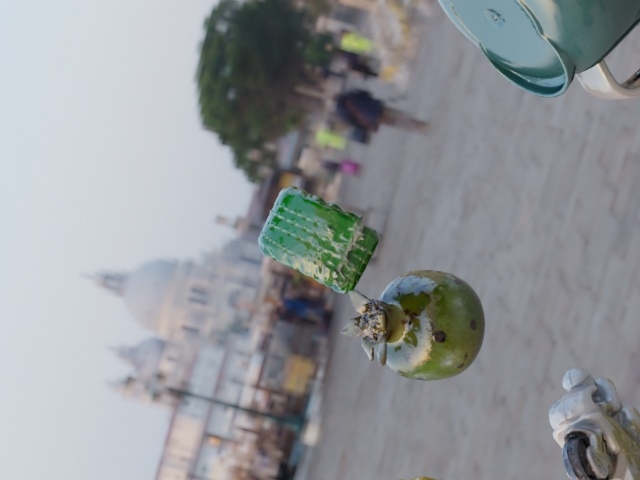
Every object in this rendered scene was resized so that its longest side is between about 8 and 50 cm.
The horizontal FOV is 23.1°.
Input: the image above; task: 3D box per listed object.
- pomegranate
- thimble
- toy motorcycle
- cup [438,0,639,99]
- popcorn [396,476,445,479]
[{"bbox_3d":[0.113,0.108,1.883,0.148,0.169,0.149,33,128,56],"label":"pomegranate"},{"bbox_3d":[0.000,0.000,1.789,0.130,0.118,0.090,25,86,49],"label":"thimble"},{"bbox_3d":[0.294,0.201,1.599,0.074,0.228,0.151,-34,63,28],"label":"toy motorcycle"},{"bbox_3d":[0.255,-0.271,1.489,0.258,0.290,0.219,-50,26,-19],"label":"cup"},{"bbox_3d":[0.081,0.258,1.132,0.170,0.180,0.180,-14,53,46],"label":"popcorn"}]
